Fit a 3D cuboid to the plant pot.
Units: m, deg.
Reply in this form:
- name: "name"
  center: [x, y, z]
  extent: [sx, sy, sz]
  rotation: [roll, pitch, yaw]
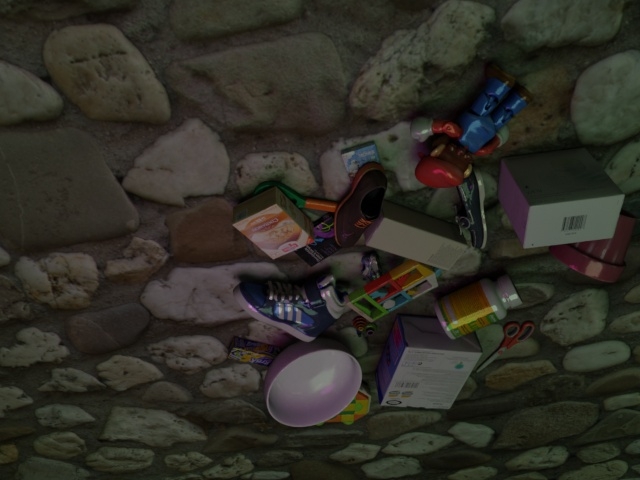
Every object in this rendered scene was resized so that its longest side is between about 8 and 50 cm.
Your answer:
- name: "plant pot"
  center: [0.773, -0.011, 1.537]
  extent: [0.201, 0.201, 0.180]
  rotation: [13, 113, -15]

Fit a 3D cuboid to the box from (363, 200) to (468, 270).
- name: "box"
  center: [0.264, -0.013, 1.544]
  extent: [0.274, 0.094, 0.113]
  rotation: [19, 126, -19]

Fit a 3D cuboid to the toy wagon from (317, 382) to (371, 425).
- name: "toy wagon"
  center: [0.014, 0.608, 2.075]
  extent: [0.343, 0.068, 0.267]
  rotation: [-1, 130, -4]

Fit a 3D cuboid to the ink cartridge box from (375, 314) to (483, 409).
- name: "ink cartridge box"
  center: [0.352, 0.447, 1.909]
  extent: [0.269, 0.151, 0.396]
  rotation: [6, 128, -9]

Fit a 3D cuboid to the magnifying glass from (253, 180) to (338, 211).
- name: "magnifying glass"
  center: [-0.066, -0.108, 1.485]
  extent: [0.230, 0.026, 0.092]
  rotation: [10, 130, -10]

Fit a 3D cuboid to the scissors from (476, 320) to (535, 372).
- name: "scissors"
  center: [0.662, 0.389, 1.969]
  extent: [0.108, 0.021, 0.297]
  rotation: [7, 128, -12]

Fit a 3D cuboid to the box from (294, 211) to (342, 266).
- name: "box"
  center: [0.000, 0.000, 1.577]
  extent: [0.162, 0.029, 0.116]
  rotation: [-32, 126, 22]

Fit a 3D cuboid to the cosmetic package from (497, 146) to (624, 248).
- name: "cosmetic package"
  center: [0.596, -0.114, 1.398]
  extent: [0.223, 0.225, 0.138]
  rotation: [-7, 128, 1]

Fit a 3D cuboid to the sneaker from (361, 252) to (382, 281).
- name: "sneaker"
  center: [0.154, 0.091, 1.661]
  extent: [0.057, 0.052, 0.135]
  rotation: [-4, 129, 16]

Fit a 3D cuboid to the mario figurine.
- name: "mario figurine"
  center: [0.344, -0.271, 1.340]
  extent: [0.198, 0.170, 0.321]
  rotation: [43, 110, 7]

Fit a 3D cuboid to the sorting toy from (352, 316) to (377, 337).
- name: "sorting toy"
  center: [0.146, 0.297, 1.835]
  extent: [0.061, 0.042, 0.102]
  rotation: [-38, 124, 25]

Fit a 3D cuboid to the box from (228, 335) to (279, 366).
- name: "box"
  center: [-0.225, 0.380, 1.869]
  extent: [0.168, 0.054, 0.059]
  rotation: [18, 126, -18]

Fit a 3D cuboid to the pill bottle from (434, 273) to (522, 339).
- name: "pill bottle"
  center: [0.493, 0.201, 1.717]
  extent: [0.245, 0.136, 0.136]
  rotation: [-28, 127, 18]

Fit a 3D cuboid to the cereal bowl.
- name: "cereal bowl"
  center: [-0.038, 0.460, 1.868]
  extent: [0.338, 0.141, 0.339]
  rotation: [-10, 122, -17]

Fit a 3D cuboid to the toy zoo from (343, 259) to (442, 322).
- name: "toy zoo"
  center: [0.237, 0.144, 1.670]
  extent: [0.293, 0.030, 0.192]
  rotation: [-31, 144, 14]

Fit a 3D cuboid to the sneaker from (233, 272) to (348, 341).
- name: "sneaker"
  center: [-0.070, 0.154, 1.654]
  extent: [0.322, 0.130, 0.236]
  rotation: [33, 111, -23]

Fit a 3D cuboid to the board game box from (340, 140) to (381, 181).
- name: "board game box"
  center: [0.107, -0.203, 1.417]
  extent: [0.090, 0.020, 0.090]
  rotation: [-17, 129, 8]

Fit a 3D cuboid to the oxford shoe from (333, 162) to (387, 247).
- name: "oxford shoe"
  center: [0.102, -0.070, 1.452]
  extent: [0.096, 0.098, 0.272]
  rotation: [5, 131, -16]

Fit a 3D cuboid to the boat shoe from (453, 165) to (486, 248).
- name: "boat shoe"
  center: [0.405, -0.080, 1.497]
  extent: [0.079, 0.095, 0.255]
  rotation: [-13, 129, 5]

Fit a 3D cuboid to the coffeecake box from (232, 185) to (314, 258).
- name: "coffeecake box"
  center: [-0.124, -0.043, 1.480]
  extent: [0.142, 0.068, 0.185]
  rotation: [-24, 137, 22]
